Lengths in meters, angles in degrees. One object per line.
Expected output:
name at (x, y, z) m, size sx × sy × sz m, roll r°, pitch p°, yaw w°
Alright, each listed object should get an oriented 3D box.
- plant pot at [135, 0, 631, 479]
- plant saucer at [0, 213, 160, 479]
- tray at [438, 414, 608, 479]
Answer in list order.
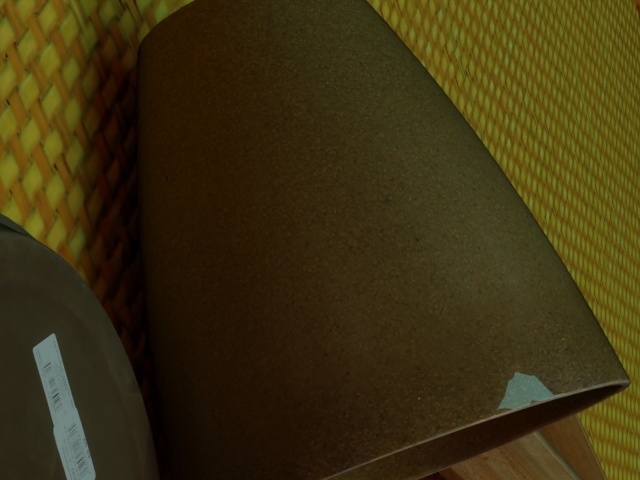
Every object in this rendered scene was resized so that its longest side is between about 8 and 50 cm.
plant pot at (0.000, 0.000, 0.981) m, size 0.254 × 0.237 × 0.237 m, roll 69°, pitch 17°, yaw 12°
plant saucer at (-0.131, 0.114, 0.787) m, size 0.278 × 0.041 × 0.278 m, roll -10°, pitch 90°, yaw -70°
tray at (0.103, 0.090, 1.319) m, size 0.411 × 0.076 × 0.203 m, roll 45°, pitch 20°, yaw -58°
